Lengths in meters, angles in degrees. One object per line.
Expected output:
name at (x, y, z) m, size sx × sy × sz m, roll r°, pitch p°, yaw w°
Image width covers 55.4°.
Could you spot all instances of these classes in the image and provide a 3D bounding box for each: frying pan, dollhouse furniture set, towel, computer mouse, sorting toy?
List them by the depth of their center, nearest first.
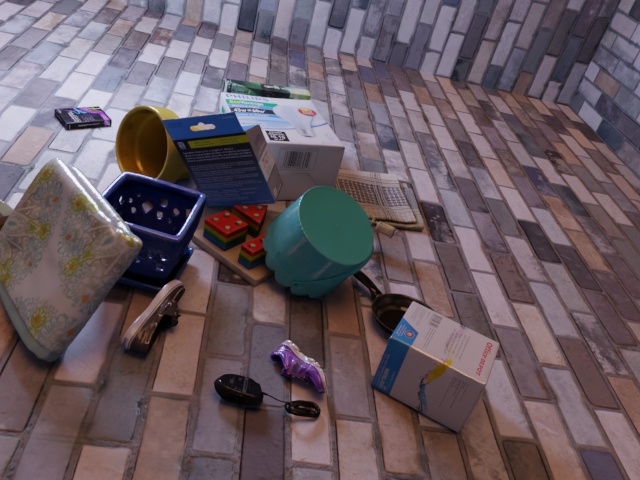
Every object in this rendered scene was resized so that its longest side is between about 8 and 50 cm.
computer mouse at (-0.117, 0.348, 1.326) m, size 0.242 × 0.041 × 0.071 m, roll 19°, pitch 16°, yaw -5°
towel at (-0.582, 0.029, 1.343) m, size 0.374 × 0.320 × 0.090 m, roll 41°, pitch 9°, yaw 33°
frying pan at (0.174, 0.184, 1.667) m, size 0.326 × 0.053 × 0.197 m, roll 24°, pitch 29°, yaw 18°
sorting toy at (-0.190, -0.014, 1.770) m, size 0.257 × 0.089 × 0.255 m, roll 33°, pitch 36°, yaw 24°
dollhouse furniture set at (0.116, -0.016, 1.867) m, size 0.181 × 0.101 × 0.161 m, roll 24°, pitch 16°, yaw 12°
towel at (0.198, -0.157, 2.179) m, size 0.324 × 0.056 × 0.312 m, roll 8°, pitch 34°, yaw -14°

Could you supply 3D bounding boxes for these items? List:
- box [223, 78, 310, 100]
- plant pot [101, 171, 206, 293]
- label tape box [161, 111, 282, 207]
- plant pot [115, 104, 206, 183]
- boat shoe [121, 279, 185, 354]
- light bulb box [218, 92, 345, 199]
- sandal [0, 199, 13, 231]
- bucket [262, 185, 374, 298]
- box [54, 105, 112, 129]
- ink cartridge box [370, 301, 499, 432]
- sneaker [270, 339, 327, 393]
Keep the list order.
box at (-0.217, -0.477, 2.308) m, size 0.322 × 0.232 × 0.058 m, roll 2°, pitch 40°, yaw -20°
plant pot at (-0.439, -0.010, 1.544) m, size 0.235 × 0.212 × 0.236 m, roll 15°, pitch 33°, yaw 0°
label tape box at (-0.278, -0.256, 1.793) m, size 0.240 × 0.334 × 0.106 m, roll -2°, pitch 45°, yaw 20°
plant pot at (-0.475, -0.289, 1.934) m, size 0.254 × 0.254 × 0.239 m, roll 36°, pitch 22°, yaw 28°
boat shoe at (-0.368, 0.180, 1.422) m, size 0.076 × 0.080 × 0.228 m, roll 27°, pitch 35°, yaw 5°
light bulb box at (-0.157, -0.326, 2.120) m, size 0.357 × 0.225 × 0.361 m, roll -1°, pitch 38°, yaw -25°
sandal at (-0.787, -0.041, 1.553) m, size 0.302 × 0.086 × 0.120 m, roll 30°, pitch 36°, yaw 20°
bucket at (0.000, 0.000, 1.656) m, size 0.281 × 0.183 × 0.281 m, roll 18°, pitch 54°, yaw -26°
box at (-0.842, -0.437, 2.164) m, size 0.162 × 0.029 × 0.116 m, roll -17°, pitch 46°, yaw -38°
ink cartridge box at (0.272, 0.295, 1.441) m, size 0.232 × 0.168 × 0.171 m, roll 26°, pitch 33°, yaw 15°
sneaker at (-0.050, 0.303, 1.406) m, size 0.071 × 0.068 × 0.170 m, roll -32°, pitch 46°, yaw -31°
